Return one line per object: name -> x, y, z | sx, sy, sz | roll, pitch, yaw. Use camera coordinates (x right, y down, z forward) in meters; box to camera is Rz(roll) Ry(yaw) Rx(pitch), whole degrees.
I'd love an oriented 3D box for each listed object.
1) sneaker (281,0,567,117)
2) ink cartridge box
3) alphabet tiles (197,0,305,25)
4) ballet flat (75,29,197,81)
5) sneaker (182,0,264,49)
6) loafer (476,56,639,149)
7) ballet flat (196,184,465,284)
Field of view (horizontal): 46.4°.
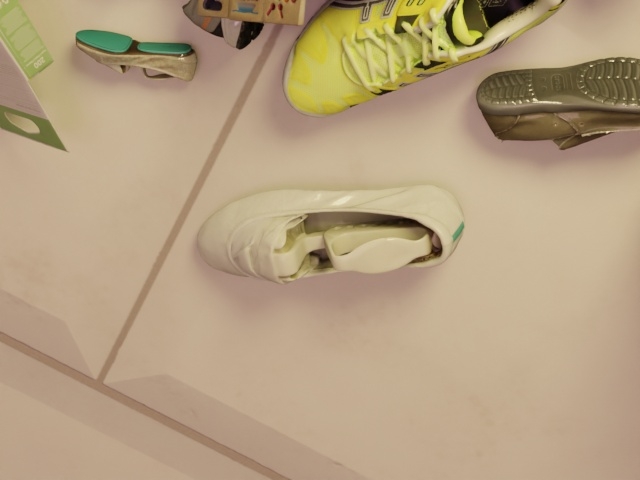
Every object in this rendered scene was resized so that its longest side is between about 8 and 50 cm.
sneaker -> 0.112, -0.258, 0.882 | 0.384, 0.147, 0.145 | -26, 112, 22
ink cartridge box -> -0.423, -0.237, 0.993 | 0.171, 0.056, 0.235 | 19, 148, 32
alphabet tiles -> -0.061, -0.408, 0.787 | 0.285, 0.011, 0.343 | 19, 108, 40
ballet flat -> -0.249, -0.242, 1.002 | 0.168, 0.057, 0.052 | 10, 128, 4
sneaker -> -0.102, -0.371, 0.887 | 0.108, 0.100, 0.272 | 23, 118, 7
loafer -> 0.325, -0.167, 0.939 | 0.251, 0.094, 0.087 | 4, 143, 18
ballet flat -> 0.000, 0.000, 1.045 | 0.400, 0.139, 0.139 | -6, 116, 13
